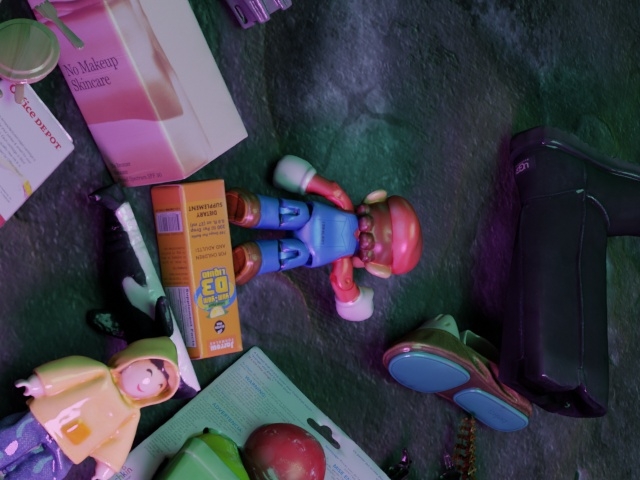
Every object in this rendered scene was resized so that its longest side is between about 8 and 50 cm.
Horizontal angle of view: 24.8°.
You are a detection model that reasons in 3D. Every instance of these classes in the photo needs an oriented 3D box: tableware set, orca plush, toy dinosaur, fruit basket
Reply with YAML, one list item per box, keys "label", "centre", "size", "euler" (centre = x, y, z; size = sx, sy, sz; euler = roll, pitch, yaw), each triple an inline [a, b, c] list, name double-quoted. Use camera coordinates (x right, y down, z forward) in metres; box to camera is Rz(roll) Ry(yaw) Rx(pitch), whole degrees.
- label: "tableware set"
  centre: [-0.383, -0.253, 1.717]
  size: [0.128, 0.039, 0.194]
  euler: [-35, 73, -25]
- label: "orca plush"
  centre: [-0.249, 0.076, 1.838]
  size: [0.102, 0.151, 0.287]
  euler: [-21, 107, -9]
- label: "toy dinosaur"
  centre: [0.177, 0.422, 2.203]
  size: [0.218, 0.164, 0.322]
  euler: [50, 28, -45]
- label: "fruit basket"
  centre: [-0.077, 0.342, 1.907]
  size: [0.327, 0.165, 0.353]
  euler: [44, 38, 6]

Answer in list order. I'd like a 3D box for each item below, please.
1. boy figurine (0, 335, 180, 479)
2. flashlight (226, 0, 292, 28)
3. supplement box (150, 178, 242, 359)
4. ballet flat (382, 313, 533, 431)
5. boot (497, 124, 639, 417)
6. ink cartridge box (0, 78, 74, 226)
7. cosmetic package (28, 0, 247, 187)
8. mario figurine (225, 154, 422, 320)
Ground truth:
- label: "boy figurine"
  centre: [-0.284, 0.218, 1.740]
  size: [0.285, 0.092, 0.177]
  euler: [-32, 112, -11]
- label: "flashlight"
  centre: [-0.130, -0.445, 1.971]
  size: [0.103, 0.103, 0.304]
  euler: [-50, 118, -35]
- label: "supplement box"
  centre: [-0.163, 0.038, 1.931]
  size: [0.078, 0.080, 0.233]
  euler: [-10, 97, -40]
- label: "ballet flat"
  centre: [0.213, 0.188, 2.255]
  size: [0.342, 0.116, 0.124]
  euler: [29, 49, -38]
- label: "boot"
  centre: [0.449, 0.076, 2.372]
  size: [0.367, 0.146, 0.445]
  euler: [20, 57, -28]
- label: "ink cartridge box"
  centre: [-0.397, -0.099, 1.727]
  size: [0.175, 0.072, 0.127]
  euler: [-52, 120, -31]
- label: "cosmetic package"
  centre: [-0.234, -0.228, 1.831]
  size: [0.129, 0.153, 0.296]
  euler: [-38, 111, -38]
- label: "mario figurine"
  centre: [0.000, 0.000, 2.081]
  size: [0.320, 0.170, 0.198]
  euler: [2, 122, -32]
